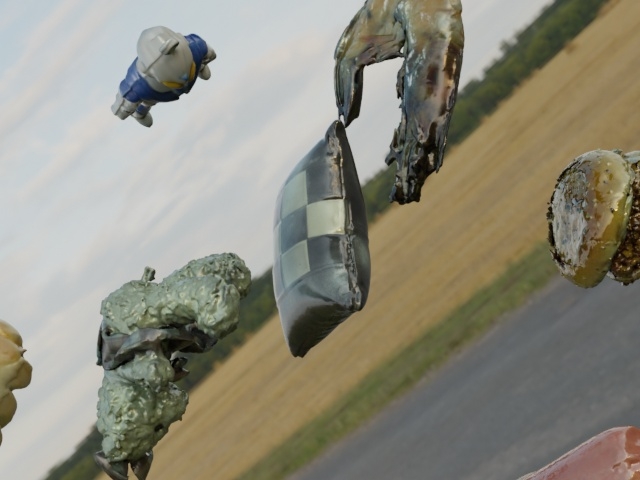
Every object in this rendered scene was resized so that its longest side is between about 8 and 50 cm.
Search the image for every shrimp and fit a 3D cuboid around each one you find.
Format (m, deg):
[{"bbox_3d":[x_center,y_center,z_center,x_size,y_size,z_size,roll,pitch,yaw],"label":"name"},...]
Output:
[{"bbox_3d":[0.103,-0.218,1.701,0.233,0.365,0.071,-7,-20,42],"label":"shrimp"}]

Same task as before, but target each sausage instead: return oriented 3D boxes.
[{"bbox_3d":[0.161,0.174,0.780,0.154,0.062,0.062,-45,-2,41],"label":"sausage"}]

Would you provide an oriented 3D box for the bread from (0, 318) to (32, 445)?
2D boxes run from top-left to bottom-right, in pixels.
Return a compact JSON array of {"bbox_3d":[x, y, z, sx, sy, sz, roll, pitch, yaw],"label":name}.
[{"bbox_3d":[-0.460,0.216,1.422,0.121,0.173,0.311,-57,7,47],"label":"bread"}]

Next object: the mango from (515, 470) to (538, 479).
[{"bbox_3d":[0.251,0.274,1.126,0.090,0.178,0.115,-60,-35,-14],"label":"mango"}]

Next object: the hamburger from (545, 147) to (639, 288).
[{"bbox_3d":[0.332,-0.031,1.422,0.113,0.185,0.177,-2,-29,-7],"label":"hamburger"}]

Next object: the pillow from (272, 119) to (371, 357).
[{"bbox_3d":[0.000,0.000,1.475,0.106,0.250,0.186,7,-25,-23],"label":"pillow"}]

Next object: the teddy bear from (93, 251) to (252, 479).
[{"bbox_3d":[-0.149,0.098,1.019,0.213,0.111,0.133,-59,3,9],"label":"teddy bear"}]

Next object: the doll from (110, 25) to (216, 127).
[{"bbox_3d":[-0.143,-0.149,1.102,0.114,0.057,0.227,-34,-1,-5],"label":"doll"}]
